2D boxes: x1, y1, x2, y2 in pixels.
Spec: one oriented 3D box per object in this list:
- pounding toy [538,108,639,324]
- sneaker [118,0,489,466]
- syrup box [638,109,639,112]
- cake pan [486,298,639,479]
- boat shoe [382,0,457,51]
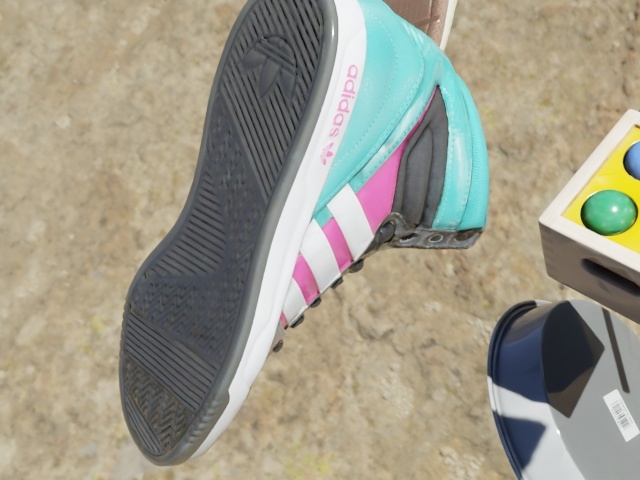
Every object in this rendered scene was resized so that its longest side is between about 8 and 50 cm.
[{"bbox_3d":[0.302,-0.031,0.746,0.181,0.094,0.206,31,70,33],"label":"pounding toy"},{"bbox_3d":[0.000,0.000,0.578,0.124,0.178,0.296,45,120,39],"label":"sneaker"},{"bbox_3d":[0.439,-0.061,1.063,0.237,0.093,0.096,46,119,13],"label":"syrup box"},{"bbox_3d":[0.290,0.186,1.011,0.054,0.293,0.293,-35,49,39],"label":"cake pan"},{"bbox_3d":[0.089,-0.216,0.884,0.095,0.095,0.258,22,96,20],"label":"boat shoe"}]
